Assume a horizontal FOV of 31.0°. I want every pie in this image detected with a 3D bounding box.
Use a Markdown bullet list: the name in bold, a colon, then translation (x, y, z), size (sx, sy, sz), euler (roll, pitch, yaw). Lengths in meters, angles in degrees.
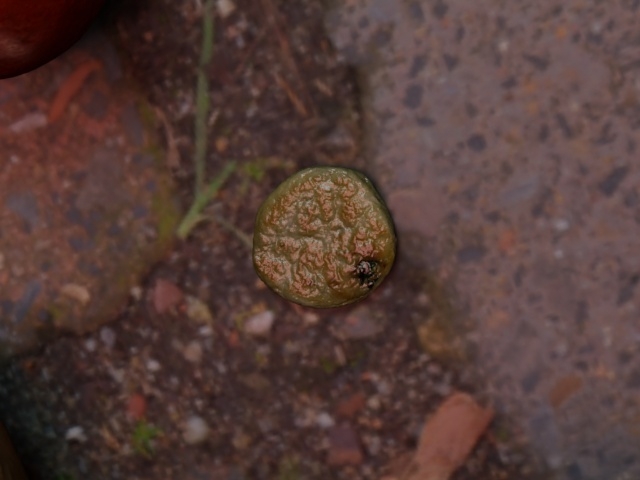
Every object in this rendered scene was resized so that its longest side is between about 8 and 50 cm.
- **pie**: translation (0.000, 0.000, 0.640), size (0.085, 0.017, 0.085), euler (3, 101, 15)

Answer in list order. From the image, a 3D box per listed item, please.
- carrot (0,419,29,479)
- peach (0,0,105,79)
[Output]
- **carrot**: translation (-0.262, 0.241, 0.649), size (0.224, 0.224, 0.340), euler (-3, 101, 17)
- **peach**: translation (-0.195, -0.168, 0.579), size (0.190, 0.192, 0.190), euler (0, 94, 4)
